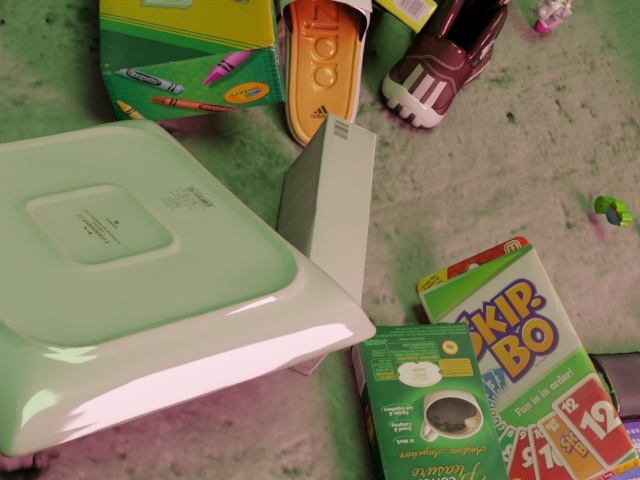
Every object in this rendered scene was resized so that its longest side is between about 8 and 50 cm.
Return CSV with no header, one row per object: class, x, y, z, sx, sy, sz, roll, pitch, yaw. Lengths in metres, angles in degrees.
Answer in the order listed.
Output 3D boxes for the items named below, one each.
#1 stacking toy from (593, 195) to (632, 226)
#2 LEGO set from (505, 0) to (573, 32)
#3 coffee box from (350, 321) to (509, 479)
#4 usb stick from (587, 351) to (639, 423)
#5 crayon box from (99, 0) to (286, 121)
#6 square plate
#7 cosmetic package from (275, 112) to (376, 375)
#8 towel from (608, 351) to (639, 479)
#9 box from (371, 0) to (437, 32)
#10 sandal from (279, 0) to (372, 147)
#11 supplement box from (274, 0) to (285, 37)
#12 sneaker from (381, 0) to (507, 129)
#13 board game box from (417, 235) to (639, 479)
stacking toy,0.418,0.036,1.550,0.167,0.052,0.221,-1,53,-37
LEGO set,0.202,-0.380,1.749,0.287,0.107,0.132,55,10,24
coffee box,0.095,0.160,1.205,0.113,0.040,0.184,-3,53,-14
usb stick,0.366,0.145,1.383,0.278,0.045,0.077,1,51,-38
crayon box,-0.130,-0.248,1.340,0.165,0.081,0.278,-9,52,1
square plate,-0.181,0.003,1.078,0.344,0.049,0.347,-16,44,-39
cosmetic package,0.000,0.000,1.257,0.060,0.099,0.239,24,45,-18
towel,0.318,0.253,1.298,0.243,0.040,0.336,-1,55,-36
box,0.061,-0.291,1.515,0.109,0.042,0.178,35,8,-17
sandal,0.008,-0.226,1.372,0.102,0.076,0.265,-1,89,-4
supplement box,-0.040,-0.269,1.471,0.056,0.083,0.083,48,44,13
sneaker,0.175,-0.254,1.545,0.106,0.162,0.281,32,43,-6
board game box,0.189,0.118,1.277,0.124,0.039,0.259,-24,59,4
